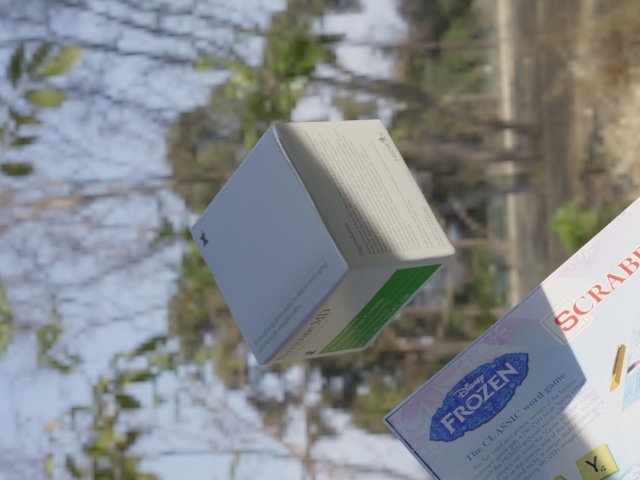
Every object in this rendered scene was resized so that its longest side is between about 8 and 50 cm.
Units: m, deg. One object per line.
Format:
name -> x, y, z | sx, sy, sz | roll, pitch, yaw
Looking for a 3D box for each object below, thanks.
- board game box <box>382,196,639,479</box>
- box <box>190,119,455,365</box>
board game box -> 0.250, 0.115, 1.084 | 0.318, 0.319, 0.066 | 47, 176, 44
box -> 0.000, 0.000, 0.994 | 0.087, 0.101, 0.102 | -5, -123, -42
